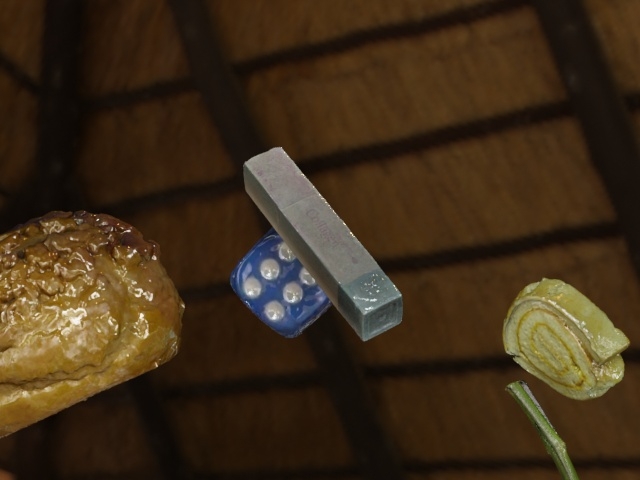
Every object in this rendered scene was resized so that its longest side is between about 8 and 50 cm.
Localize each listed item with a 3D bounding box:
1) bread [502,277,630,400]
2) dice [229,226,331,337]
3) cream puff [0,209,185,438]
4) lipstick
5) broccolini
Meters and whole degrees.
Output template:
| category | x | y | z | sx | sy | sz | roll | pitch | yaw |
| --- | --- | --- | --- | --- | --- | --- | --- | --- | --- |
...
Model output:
| category | x | y | z | sx | sy | sz | roll | pitch | yaw |
| --- | --- | --- | --- | --- | --- | --- | --- | --- | --- |
| bread | 0.289 | 0.118 | 1.974 | 0.156 | 0.064 | 0.117 | 41 | -42 | 14 |
| dice | -0.044 | 0.054 | 2.548 | 0.146 | 0.143 | 0.146 | 44 | 10 | 5 |
| cream puff | -0.327 | 0.089 | 2.037 | 0.327 | 0.231 | 0.343 | -27 | 0 | 12 |
| lipstick | 0.000 | 0.000 | 2.320 | 0.317 | 0.066 | 0.068 | 51 | -22 | 33 |
| broccolini | 0.206 | 0.209 | 1.334 | 0.218 | 0.044 | 0.042 | 57 | -2 | 9 |
